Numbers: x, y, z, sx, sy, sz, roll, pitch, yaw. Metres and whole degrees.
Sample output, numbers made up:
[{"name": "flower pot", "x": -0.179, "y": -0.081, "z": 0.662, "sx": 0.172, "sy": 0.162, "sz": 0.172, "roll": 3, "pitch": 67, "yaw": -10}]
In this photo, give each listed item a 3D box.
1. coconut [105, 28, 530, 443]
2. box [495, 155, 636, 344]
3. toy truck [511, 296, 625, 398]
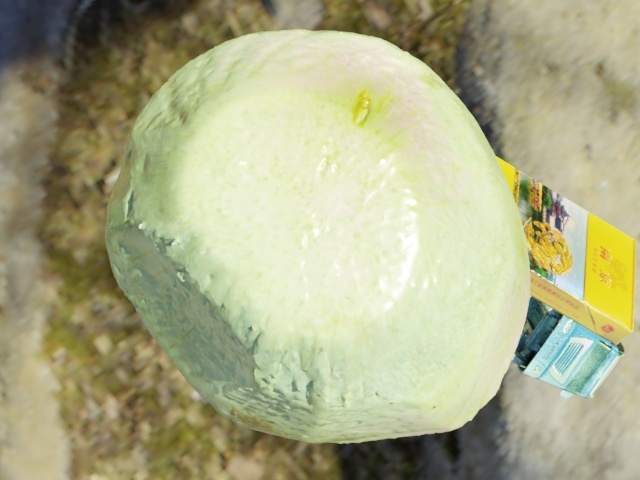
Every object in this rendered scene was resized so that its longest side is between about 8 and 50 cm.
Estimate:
[{"name": "coconut", "x": 0.000, "y": 0.000, "z": 0.970, "sx": 0.236, "sy": 0.236, "sz": 0.204, "roll": 0, "pitch": 79, "yaw": 31}, {"name": "box", "x": 0.134, "y": -0.003, "z": 1.216, "sx": 0.155, "sy": 0.087, "sz": 0.023, "roll": 30, "pitch": 128, "yaw": -17}, {"name": "toy truck", "x": 0.189, "y": 0.064, "z": 1.555, "sx": 0.081, "sy": 0.175, "sz": 0.067, "roll": 29, "pitch": 106, "yaw": -16}]
